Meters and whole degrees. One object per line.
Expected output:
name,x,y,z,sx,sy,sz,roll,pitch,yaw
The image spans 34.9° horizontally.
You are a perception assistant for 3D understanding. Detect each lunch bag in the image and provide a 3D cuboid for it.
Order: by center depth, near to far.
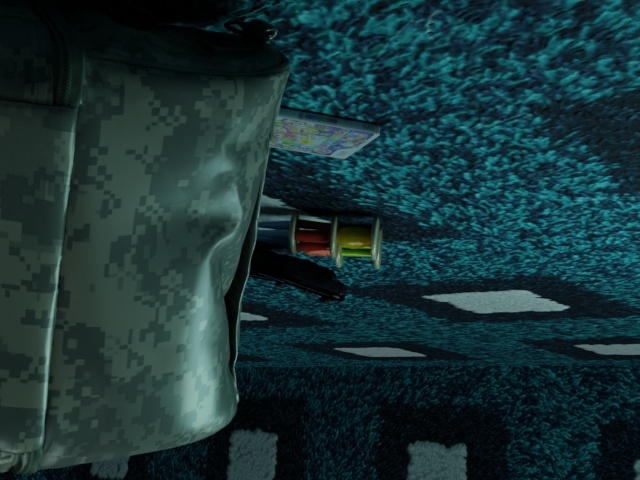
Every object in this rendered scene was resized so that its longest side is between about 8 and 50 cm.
lunch bag,-0.160,-0.005,0.676,0.255,0.305,0.212,3,-160,-22

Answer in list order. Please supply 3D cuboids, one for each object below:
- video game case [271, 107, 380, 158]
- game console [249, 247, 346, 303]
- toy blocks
video game case,-0.019,-0.097,0.920,0.122,0.011,0.087,8,167,-19
game console,-0.086,0.032,1.283,0.213,0.044,0.361,12,179,-21
toy blocks,0.000,0.000,1.264,0.148,0.054,0.123,4,170,7
